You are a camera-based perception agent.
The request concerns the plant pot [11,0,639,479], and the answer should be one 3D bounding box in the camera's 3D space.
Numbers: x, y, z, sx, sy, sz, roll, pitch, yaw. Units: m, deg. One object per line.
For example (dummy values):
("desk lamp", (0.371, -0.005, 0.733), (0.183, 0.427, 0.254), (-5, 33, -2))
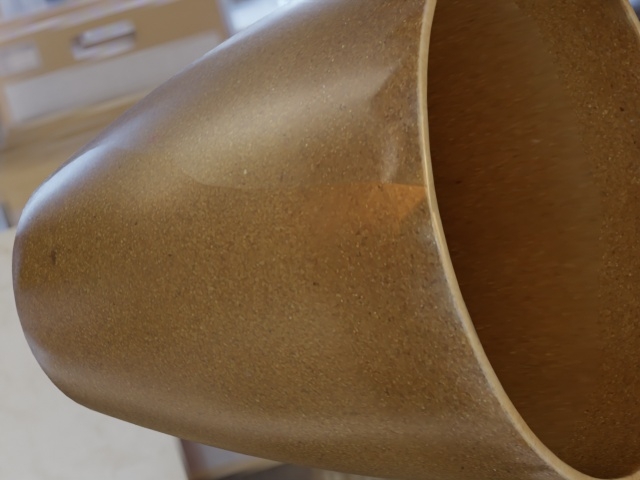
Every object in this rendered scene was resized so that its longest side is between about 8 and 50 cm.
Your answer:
("plant pot", (0.000, 0.000, 0.778), (0.254, 0.237, 0.237), (-11, 21, 34))
